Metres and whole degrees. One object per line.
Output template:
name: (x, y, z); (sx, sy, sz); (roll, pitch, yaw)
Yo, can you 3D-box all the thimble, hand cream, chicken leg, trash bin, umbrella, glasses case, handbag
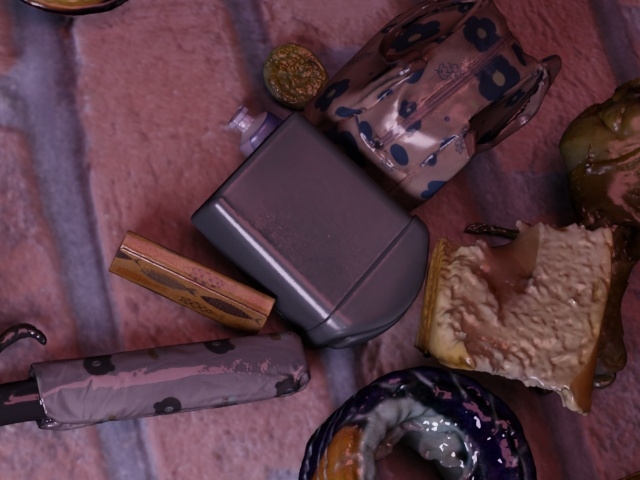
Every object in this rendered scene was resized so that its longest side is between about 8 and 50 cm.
thimble: (0.102, 0.252, 1.573); (0.237, 0.150, 0.237); (9, 62, -18)
hand cream: (-0.041, -0.098, 1.751); (0.142, 0.053, 0.084); (38, 57, -12)
chicken leg: (0.346, -0.013, 1.801); (0.201, 0.153, 0.429); (29, 66, -14)
trash bin: (0.000, 0.000, 1.665); (0.236, 0.101, 0.177); (44, 66, -6)
umbrella: (-0.173, 0.143, 1.571); (0.337, 0.067, 0.073); (-6, 57, -22)
glasses case: (-0.136, 0.048, 1.631); (0.170, 0.064, 0.041); (26, 69, -7)
handbag: (0.131, -0.164, 1.748); (0.190, 0.193, 0.251); (48, 55, -5)

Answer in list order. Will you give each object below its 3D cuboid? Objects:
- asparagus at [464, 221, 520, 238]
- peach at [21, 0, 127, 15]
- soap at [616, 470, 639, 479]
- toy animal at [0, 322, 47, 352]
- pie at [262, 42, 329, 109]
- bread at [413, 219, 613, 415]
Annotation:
asparagus: (0.221, -0.007, 1.820); (0.114, 0.014, 0.015); (12, 45, -14)
peach: (-0.312, -0.340, 1.753); (0.279, 0.068, 0.189); (14, 69, -16)
soap: (0.352, 0.283, 1.638); (0.274, 0.173, 0.089); (-17, 80, -26)
toy animal: (-0.388, 0.109, 1.510); (0.233, 0.084, 0.148); (-26, 94, -35)
pie: (-0.030, -0.190, 1.812); (0.084, 0.021, 0.084); (8, 67, -19)
bread: (0.189, 0.111, 1.626); (0.184, 0.211, 0.224); (14, 49, -5)
